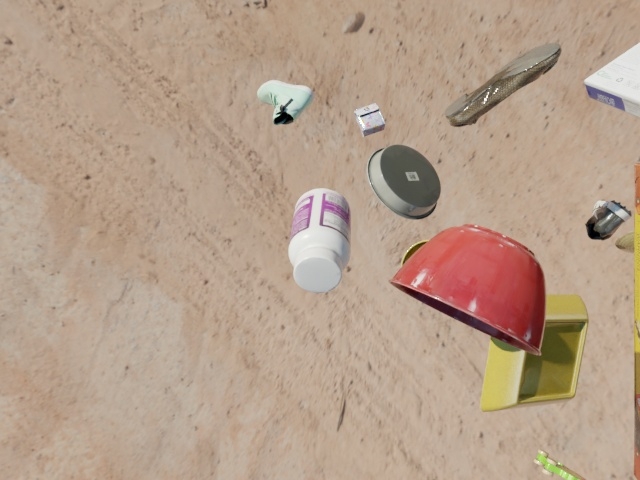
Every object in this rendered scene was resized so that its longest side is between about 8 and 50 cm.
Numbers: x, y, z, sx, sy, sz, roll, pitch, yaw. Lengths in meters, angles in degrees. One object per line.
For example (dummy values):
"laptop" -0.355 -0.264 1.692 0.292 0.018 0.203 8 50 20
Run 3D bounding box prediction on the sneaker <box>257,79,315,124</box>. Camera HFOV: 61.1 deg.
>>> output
"sneaker" -0.158 -0.480 1.910 0.256 0.094 0.151 15 60 38

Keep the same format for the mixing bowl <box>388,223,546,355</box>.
"mixing bowl" 0.178 0.044 0.608 0.181 0.181 0.098 26 85 6

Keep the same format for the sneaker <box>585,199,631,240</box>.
"sneaker" 0.749 -0.050 1.445 0.078 0.234 0.106 42 104 12

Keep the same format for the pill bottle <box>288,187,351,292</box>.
"pill bottle" 0.000 0.000 1.496 0.169 0.301 0.169 2 127 3

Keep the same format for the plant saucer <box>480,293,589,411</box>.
"plant saucer" 0.611 0.317 1.494 0.333 0.081 0.332 3 97 -27

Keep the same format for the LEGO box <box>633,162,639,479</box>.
"LEGO box" 0.537 0.165 0.617 0.193 0.372 0.499 -6 102 7

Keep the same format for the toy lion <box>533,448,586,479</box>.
"toy lion" 0.528 0.502 1.182 0.096 0.100 0.034 24 88 7

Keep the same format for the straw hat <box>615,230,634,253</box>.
"straw hat" 0.536 0.026 0.832 0.145 0.144 0.061 3 70 5

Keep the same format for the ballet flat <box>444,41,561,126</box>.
"ballet flat" 0.368 -0.304 1.090 0.250 0.084 0.058 -32 114 27

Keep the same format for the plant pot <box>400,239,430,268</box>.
"plant pot" 0.263 0.067 1.263 0.134 0.095 0.134 -1 86 20

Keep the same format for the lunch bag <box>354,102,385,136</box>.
"lunch bag" 0.143 -0.357 1.588 0.071 0.053 0.083 -18 72 -1

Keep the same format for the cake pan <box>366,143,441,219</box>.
"cake pan" 0.297 -0.210 1.860 0.293 0.054 0.293 14 57 -23

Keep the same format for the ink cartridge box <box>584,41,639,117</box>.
"ink cartridge box" 0.589 -0.276 0.861 0.224 0.223 0.045 -36 125 5
